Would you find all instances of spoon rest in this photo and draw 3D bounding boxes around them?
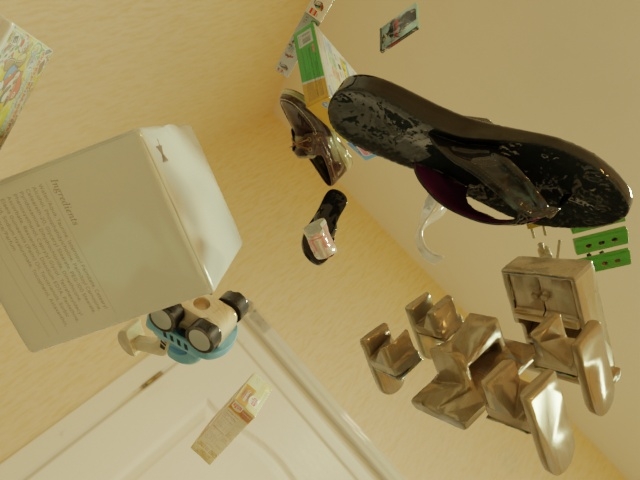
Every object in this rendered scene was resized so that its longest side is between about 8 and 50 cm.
[{"bbox_3d":[0.348,-0.064,1.474,0.084,0.276,0.137,15,-30,-10],"label":"spoon rest"}]

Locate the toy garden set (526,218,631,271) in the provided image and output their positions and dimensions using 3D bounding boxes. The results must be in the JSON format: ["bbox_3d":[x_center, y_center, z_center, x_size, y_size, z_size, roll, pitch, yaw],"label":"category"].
[{"bbox_3d":[0.579,-0.021,1.074,0.204,0.049,0.244,-17,-55,22],"label":"toy garden set"}]

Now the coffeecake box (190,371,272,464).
[{"bbox_3d":[-0.219,0.441,1.171,0.068,0.142,0.185,42,-75,2],"label":"coffeecake box"}]

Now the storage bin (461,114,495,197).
[{"bbox_3d":[0.355,-0.203,1.144,0.084,0.122,0.180,-115,-147,-47],"label":"storage bin"}]

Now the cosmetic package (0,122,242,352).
[{"bbox_3d":[-0.429,-0.027,0.989,0.329,0.394,0.327,-88,158,-74],"label":"cosmetic package"}]

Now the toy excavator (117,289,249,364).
[{"bbox_3d":[-0.515,0.326,1.653,0.433,0.222,0.444,28,-55,9],"label":"toy excavator"}]

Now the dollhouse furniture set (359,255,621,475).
[{"bbox_3d":[0.354,0.232,0.870,0.362,0.394,0.256,2,-62,57],"label":"dollhouse furniture set"}]

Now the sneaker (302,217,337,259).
[{"bbox_3d":[0.000,0.000,0.965,0.070,0.051,0.134,63,6,-14],"label":"sneaker"}]

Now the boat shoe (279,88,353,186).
[{"bbox_3d":[-0.026,-0.290,1.382,0.123,0.123,0.342,24,-18,41],"label":"boat shoe"}]

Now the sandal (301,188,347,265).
[{"bbox_3d":[0.012,-0.049,1.378,0.097,0.254,0.054,22,-25,-10],"label":"sandal"}]

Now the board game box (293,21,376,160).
[{"bbox_3d":[0.057,-0.387,1.257,0.064,0.317,0.242,-22,-117,26],"label":"board game box"}]

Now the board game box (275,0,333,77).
[{"bbox_3d":[-0.033,-0.629,1.363,0.053,0.192,0.305,30,-17,-14],"label":"board game box"}]

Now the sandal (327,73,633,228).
[{"bbox_3d":[0.207,-0.099,0.689,0.446,0.107,0.167,23,-24,11],"label":"sandal"}]

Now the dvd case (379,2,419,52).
[{"bbox_3d":[0.205,-0.555,1.226,0.013,0.087,0.120,23,-31,-38],"label":"dvd case"}]

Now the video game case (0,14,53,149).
[{"bbox_3d":[-0.497,-0.215,0.715,0.026,0.226,0.206,29,2,-19],"label":"video game case"}]
